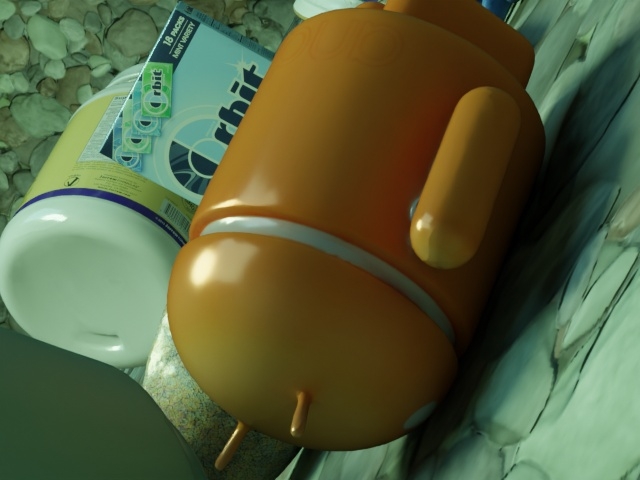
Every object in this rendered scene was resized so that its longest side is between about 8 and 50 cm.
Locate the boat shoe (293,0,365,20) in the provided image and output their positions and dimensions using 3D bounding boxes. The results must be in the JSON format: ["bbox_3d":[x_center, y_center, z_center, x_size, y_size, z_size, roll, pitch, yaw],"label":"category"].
[{"bbox_3d":[0.044,-0.218,1.325,0.096,0.098,0.277,-60,7,16],"label":"boat shoe"}]

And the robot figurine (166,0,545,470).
[{"bbox_3d":[0.015,-0.006,0.662,0.219,0.158,0.128,-65,-32,-26],"label":"robot figurine"}]

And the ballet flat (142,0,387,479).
[{"bbox_3d":[0.000,0.000,0.832,0.316,0.107,0.106,-66,17,-11],"label":"ballet flat"}]

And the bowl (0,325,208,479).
[{"bbox_3d":[-0.151,0.170,0.733,0.311,0.163,0.311,-1,89,57],"label":"bowl"}]

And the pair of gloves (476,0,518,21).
[{"bbox_3d":[0.137,-0.197,0.922,0.159,0.023,0.198,-63,8,-10],"label":"pair of gloves"}]

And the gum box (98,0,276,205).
[{"bbox_3d":[-0.088,-0.108,1.469,0.157,0.184,0.041,-59,8,17],"label":"gum box"}]

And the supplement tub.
[{"bbox_3d":[-0.218,-0.038,1.870,0.241,0.241,0.331,-55,10,40],"label":"supplement tub"}]

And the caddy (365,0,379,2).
[{"bbox_3d":[0.060,-0.278,1.035,0.241,0.179,0.341,-58,3,-1],"label":"caddy"}]
